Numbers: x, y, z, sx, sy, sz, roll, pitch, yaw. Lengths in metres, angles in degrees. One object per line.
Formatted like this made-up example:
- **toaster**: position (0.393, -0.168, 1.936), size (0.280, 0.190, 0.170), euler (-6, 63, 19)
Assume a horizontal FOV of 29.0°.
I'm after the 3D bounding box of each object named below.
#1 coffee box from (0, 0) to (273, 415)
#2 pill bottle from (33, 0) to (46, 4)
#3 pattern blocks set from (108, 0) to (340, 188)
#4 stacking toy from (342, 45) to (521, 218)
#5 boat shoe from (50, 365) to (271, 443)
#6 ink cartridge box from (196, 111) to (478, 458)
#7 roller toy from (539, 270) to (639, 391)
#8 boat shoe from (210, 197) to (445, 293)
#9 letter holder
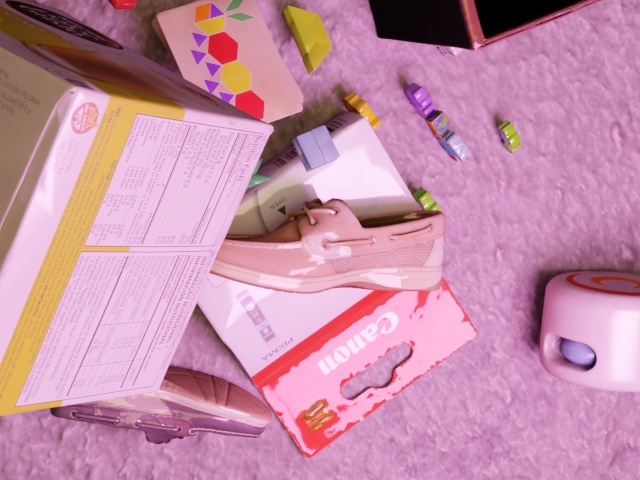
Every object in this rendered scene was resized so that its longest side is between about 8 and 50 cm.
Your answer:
- **coffee box**: position (-0.318, -0.052, 1.283), size (0.334, 0.338, 0.338), euler (1, 117, -61)
- **pill bottle**: position (-0.298, -0.374, 1.426), size (0.186, 0.112, 0.112), euler (-47, 111, -4)
- **pattern blocks set**: position (-0.113, -0.217, 1.499), size (0.286, 0.026, 0.324), euler (-14, 83, -29)
- **stacking toy**: position (0.154, -0.155, 1.651), size (0.167, 0.052, 0.221), euler (-41, 114, -7)
- **boat shoe**: position (-0.207, 0.214, 1.593), size (0.285, 0.103, 0.092), euler (15, 102, -16)
- **ink cartridge box**: position (0.015, 0.071, 1.634), size (0.308, 0.091, 0.385), euler (-35, 108, -8)
- **roller toy**: position (0.402, 0.129, 1.716), size (0.191, 0.209, 0.146), euler (5, 101, 7)
- **boat shoe**: position (0.000, 0.000, 1.513), size (0.341, 0.122, 0.110), euler (2, 100, -31)
- **letter holder**: position (0.197, -0.339, 1.488), size (0.215, 0.302, 0.152), euler (-21, 107, -13)
